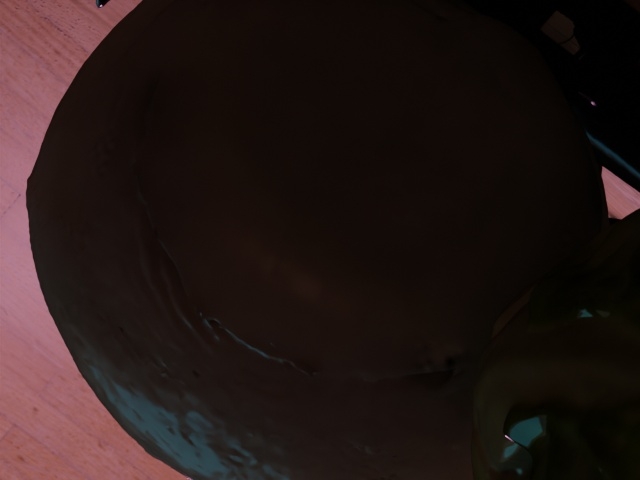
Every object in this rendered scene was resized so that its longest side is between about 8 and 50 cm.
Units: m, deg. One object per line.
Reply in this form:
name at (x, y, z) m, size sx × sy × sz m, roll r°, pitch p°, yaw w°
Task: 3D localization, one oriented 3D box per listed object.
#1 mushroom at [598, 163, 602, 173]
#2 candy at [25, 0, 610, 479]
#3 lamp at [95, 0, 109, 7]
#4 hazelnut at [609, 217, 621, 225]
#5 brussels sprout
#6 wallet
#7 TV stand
mushroom at (0.044, -0.063, 1.172) m, size 0.278 × 0.146 × 0.278 m, roll 14°, pitch -165°, yaw -4°
candy at (0.000, 0.000, 0.885) m, size 0.295 × 0.295 × 0.185 m, roll 41°, pitch 165°, yaw 10°
lamp at (-0.067, -0.206, 1.311) m, size 0.209 × 0.147 × 0.284 m, roll 30°, pitch -171°, yaw 35°
hazelnut at (0.217, 0.189, 1.266) m, size 0.429 × 0.402 × 0.402 m, roll 44°, pitch 180°, yaw -26°
brussels sprout at (0.174, 0.076, 0.691) m, size 0.271 × 0.219 × 0.210 m, roll 5°, pitch 154°, yaw 42°
wallet at (0.144, -0.083, 1.038) m, size 0.229 × 0.049 × 0.182 m, roll 40°, pitch -174°, yaw 13°
TV stand at (0.051, -0.162, 0.903) m, size 0.256 × 0.040 × 0.049 m, roll 41°, pitch -178°, yaw 20°
